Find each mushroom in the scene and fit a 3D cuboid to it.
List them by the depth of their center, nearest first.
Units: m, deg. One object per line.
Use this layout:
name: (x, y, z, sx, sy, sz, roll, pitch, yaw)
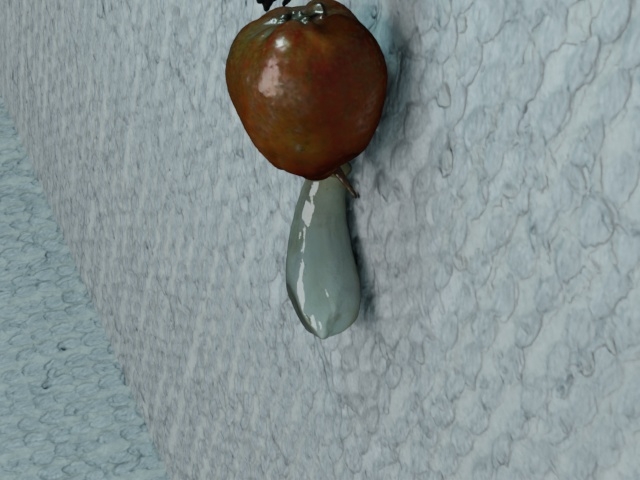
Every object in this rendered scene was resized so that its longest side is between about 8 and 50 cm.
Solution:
mushroom: (0.000, 0.000, 1.521, 0.118, 0.103, 0.270, 11, 106, 62)

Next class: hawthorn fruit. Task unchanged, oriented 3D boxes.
hawthorn fruit: (-0.009, -0.172, 1.361, 0.210, 0.211, 0.262, 33, 142, 54)

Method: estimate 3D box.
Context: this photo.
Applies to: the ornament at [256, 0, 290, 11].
ornament: (-0.009, -0.393, 1.188, 0.106, 0.261, 0.251, 24, 122, 51)
